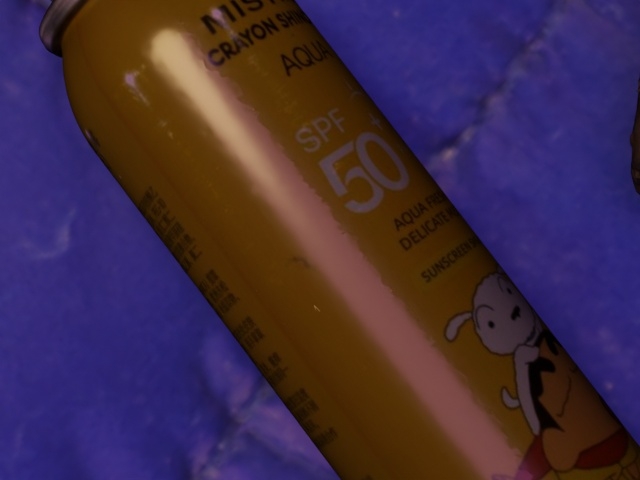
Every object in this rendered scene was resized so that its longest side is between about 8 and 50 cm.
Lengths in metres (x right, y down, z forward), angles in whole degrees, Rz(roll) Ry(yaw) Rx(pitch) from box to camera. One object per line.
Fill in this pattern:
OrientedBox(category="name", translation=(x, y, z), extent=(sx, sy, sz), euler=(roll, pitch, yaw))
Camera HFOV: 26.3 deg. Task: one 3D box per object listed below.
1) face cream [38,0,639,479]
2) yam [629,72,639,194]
OrientedBox(category="face cream", translation=(0.000, 0.000, 0.553), extent=(0.105, 0.105, 0.348), euler=(-37, 85, -3))
OrientedBox(category="yam", translation=(0.199, -0.113, 0.556), extent=(0.128, 0.129, 0.238), euler=(15, 83, -36))
